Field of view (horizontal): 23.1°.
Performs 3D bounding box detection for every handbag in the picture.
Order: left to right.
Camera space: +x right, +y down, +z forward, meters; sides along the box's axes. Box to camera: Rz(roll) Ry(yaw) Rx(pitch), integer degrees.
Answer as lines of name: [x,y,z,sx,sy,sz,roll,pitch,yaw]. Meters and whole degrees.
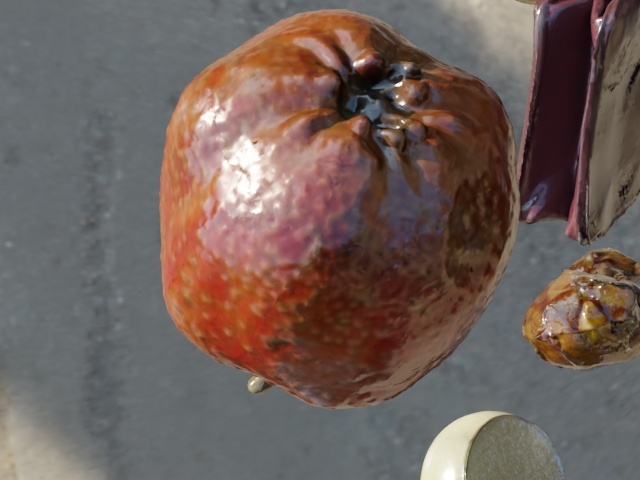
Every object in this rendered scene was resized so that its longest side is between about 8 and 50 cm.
handbag: [0.229,-0.122,1.197,0.074,0.216,0.203,22,129,29]

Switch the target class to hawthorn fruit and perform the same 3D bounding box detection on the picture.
hawthorn fruit: [0.000,0.000,0.880,0.205,0.205,0.253,41,140,15]

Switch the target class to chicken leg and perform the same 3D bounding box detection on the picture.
chicken leg: [0.267,0.057,1.481,0.113,0.304,0.093,-7,97,19]

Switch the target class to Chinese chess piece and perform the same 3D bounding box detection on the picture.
Chinese chess piece: [0.129,0.187,1.156,0.051,0.122,0.122,-20,83,45]

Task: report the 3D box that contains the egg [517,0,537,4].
egg: [0.147,-0.209,1.127,0.071,0.083,0.071,-19,63,44]
